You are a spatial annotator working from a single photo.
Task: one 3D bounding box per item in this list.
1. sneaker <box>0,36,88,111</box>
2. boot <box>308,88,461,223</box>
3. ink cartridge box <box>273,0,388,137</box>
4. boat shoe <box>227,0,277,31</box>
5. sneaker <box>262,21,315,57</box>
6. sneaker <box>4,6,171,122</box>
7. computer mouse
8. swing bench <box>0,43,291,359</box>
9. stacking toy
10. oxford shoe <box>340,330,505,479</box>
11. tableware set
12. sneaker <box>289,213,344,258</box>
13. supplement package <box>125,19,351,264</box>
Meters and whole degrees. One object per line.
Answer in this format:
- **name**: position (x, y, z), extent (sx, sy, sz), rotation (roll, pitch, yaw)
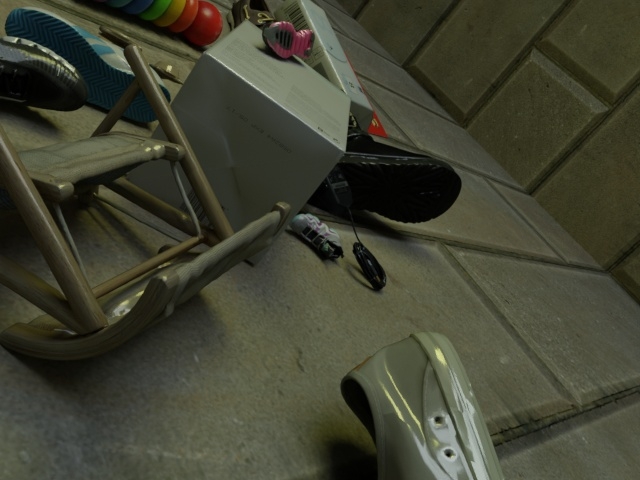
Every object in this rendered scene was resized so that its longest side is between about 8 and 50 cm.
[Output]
- **sneaker**: position (-0.374, -0.187, 0.708), extent (0.234, 0.078, 0.106), rotation (22, 31, -28)
- **boot**: position (0.081, -0.172, 1.233), extent (0.348, 0.131, 0.260), rotation (8, 37, -29)
- **ink cartridge box**: position (0.065, -0.437, 1.690), extent (0.385, 0.091, 0.308), rotation (-1, 63, -60)
- **boat shoe**: position (-0.156, -0.531, 1.624), extent (0.116, 0.097, 0.324), rotation (25, 27, -33)
- **sneaker**: position (-0.056, -0.280, 0.900), extent (0.057, 0.047, 0.119), rotation (23, 16, 20)
- **sneaker**: position (-0.318, -0.241, 0.889), extent (0.228, 0.087, 0.092), rotation (28, 18, -43)
- **computer mouse**: position (0.037, -0.030, 1.032), extent (0.071, 0.041, 0.242), rotation (-14, 79, -63)
- **swing bench**: position (-0.197, -0.034, 0.595), extent (0.255, 0.165, 0.253), rotation (47, 23, 2)
- **stacking toy**: position (-0.321, -0.470, 1.253), extent (0.330, 0.141, 0.141), rotation (20, 30, -54)
- **oxford shoe**: position (0.113, 0.281, 0.556), extent (0.130, 0.169, 0.449), rotation (-12, 49, -5)
- **tableware set**: position (-0.283, -0.278, 0.992), extent (0.141, 0.020, 0.168), rotation (27, -4, -33)
- **sneaker**: position (0.000, 0.000, 0.980), extent (0.098, 0.038, 0.069), rotation (22, 28, -36)
- **supplement package**: position (-0.096, -0.145, 0.892), extent (0.199, 0.198, 0.263), rotation (34, 24, -12)
